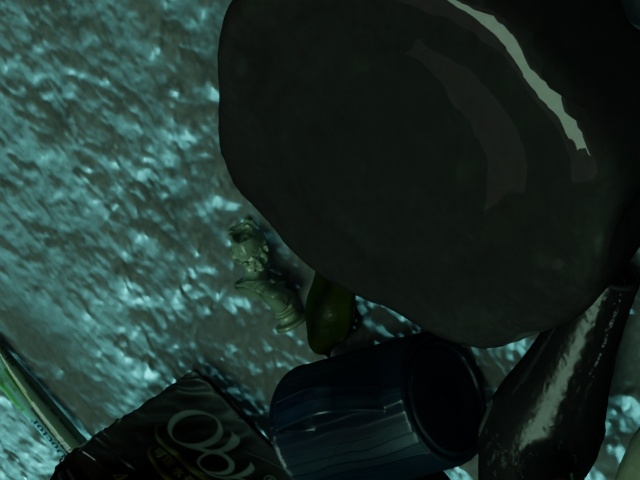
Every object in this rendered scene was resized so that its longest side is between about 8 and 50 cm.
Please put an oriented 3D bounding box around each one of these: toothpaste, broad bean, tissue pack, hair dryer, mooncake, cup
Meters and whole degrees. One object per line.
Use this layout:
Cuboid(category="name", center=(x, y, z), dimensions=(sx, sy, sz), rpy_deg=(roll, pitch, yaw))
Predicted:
Cuboid(category="toothpaste", center=(-0.276, 0.168, 1.552), dimensions=(0.197, 0.029, 0.048), rpy_deg=(48, 134, 2))
Cuboid(category="broad bean", center=(0.004, 0.000, 1.236), dimensions=(0.069, 0.039, 0.227), rpy_deg=(13, 124, 34))
Cuboid(category="tissue pack", center=(-0.081, 0.319, 1.369), dimensions=(0.370, 0.198, 0.210), rpy_deg=(45, 141, 12))
Cuboid(category="hair dryer", center=(0.177, 0.160, 1.083), dimensions=(0.091, 0.272, 0.236), rpy_deg=(12, 122, -9))
Cuboid(category="mooncake", center=(0.084, -0.082, 1.045), dimensions=(0.306, 0.154, 0.306), rpy_deg=(18, 127, 26))
Cuboid(category="cup", center=(0.039, 0.144, 1.232), dimensions=(0.138, 0.150, 0.113), rpy_deg=(-21, 96, 40))

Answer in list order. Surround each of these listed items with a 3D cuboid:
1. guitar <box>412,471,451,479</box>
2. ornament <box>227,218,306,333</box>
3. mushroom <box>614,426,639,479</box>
Cuboid(category="guitar", center=(0.092, 0.308, 1.378), dimensions=(0.083, 0.038, 0.271), rpy_deg=(6, 120, 33))
Cuboid(category="ornament", center=(-0.047, 0.035, 1.293), dimensions=(0.068, 0.041, 0.092), rpy_deg=(33, 149, 44))
Cuboid(category="mushroom", center=(0.327, 0.227, 1.013), dimensions=(0.315, 0.315, 0.356), rpy_deg=(35, 98, 11))
